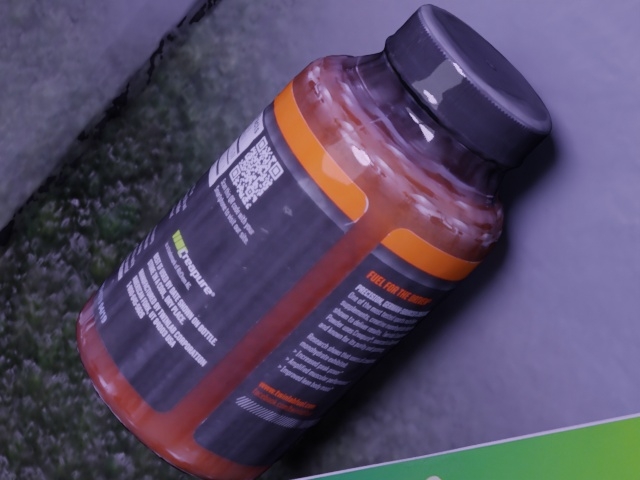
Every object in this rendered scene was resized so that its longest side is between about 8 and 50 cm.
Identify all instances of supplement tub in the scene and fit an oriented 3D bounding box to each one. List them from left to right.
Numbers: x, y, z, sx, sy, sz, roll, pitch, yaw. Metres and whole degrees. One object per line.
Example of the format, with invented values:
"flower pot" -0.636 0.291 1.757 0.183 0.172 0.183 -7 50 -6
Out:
"supplement tub" 0.000 0.000 0.712 0.198 0.106 0.106 -45 59 19

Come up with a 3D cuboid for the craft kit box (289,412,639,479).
"craft kit box" 0.086 0.195 0.646 0.247 0.061 0.249 -15 72 29
